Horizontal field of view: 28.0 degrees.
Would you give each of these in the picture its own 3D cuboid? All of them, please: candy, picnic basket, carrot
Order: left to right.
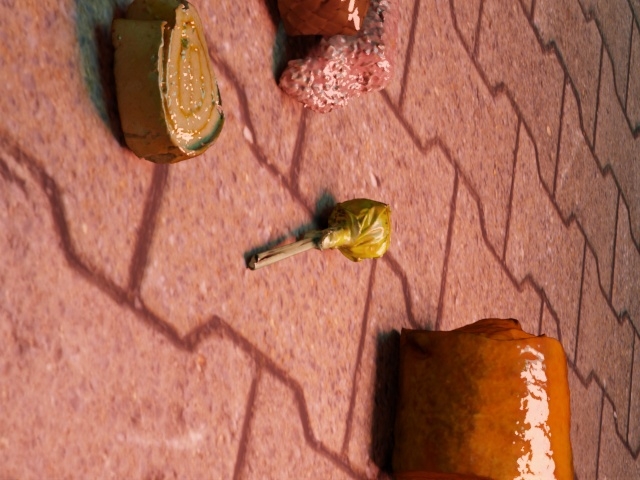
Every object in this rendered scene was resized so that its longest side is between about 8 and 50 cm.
[{"bbox_3d":[-0.003,-0.327,1.406,0.178,0.128,0.137,65,31,-44],"label":"picnic basket"},{"bbox_3d":[-0.002,0.001,1.477,0.262,0.077,0.073,-19,127,-54],"label":"candy"},{"bbox_3d":[0.213,0.255,1.695,0.241,0.241,0.340,26,62,-61],"label":"carrot"}]

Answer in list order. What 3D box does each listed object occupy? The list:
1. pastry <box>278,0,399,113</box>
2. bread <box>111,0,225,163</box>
[{"bbox_3d":[0.043,-0.255,1.522,0.103,0.112,0.265,70,30,-47],"label":"pastry"},{"bbox_3d":[-0.143,-0.149,1.180,0.117,0.064,0.156,-34,117,-65],"label":"bread"}]
